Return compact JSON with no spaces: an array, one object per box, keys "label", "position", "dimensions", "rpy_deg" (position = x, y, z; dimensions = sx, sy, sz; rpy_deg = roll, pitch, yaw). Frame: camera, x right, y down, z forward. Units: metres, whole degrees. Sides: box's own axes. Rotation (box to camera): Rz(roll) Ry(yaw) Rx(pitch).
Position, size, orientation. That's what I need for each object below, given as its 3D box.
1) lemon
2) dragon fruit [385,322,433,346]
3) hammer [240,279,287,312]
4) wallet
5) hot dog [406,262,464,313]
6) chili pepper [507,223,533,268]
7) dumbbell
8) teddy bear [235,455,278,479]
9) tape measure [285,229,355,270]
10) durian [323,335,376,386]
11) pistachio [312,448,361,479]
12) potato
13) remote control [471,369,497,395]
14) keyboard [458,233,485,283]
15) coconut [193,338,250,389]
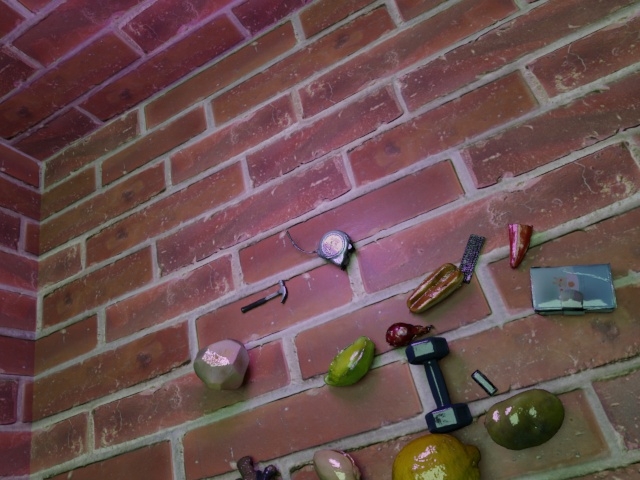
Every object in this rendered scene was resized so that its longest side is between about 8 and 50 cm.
[{"label":"lemon","position":[0.373,0.755,1.514],"dimensions":[0.319,0.245,0.245],"rpy_deg":[-31,60,6]},{"label":"dragon fruit","position":[0.333,0.345,1.785],"dimensions":[0.190,0.094,0.094],"rpy_deg":[-21,63,12]},{"label":"hammer","position":[-0.256,0.275,2.127],"dimensions":[0.246,0.029,0.103],"rpy_deg":[-29,61,15]},{"label":"wallet","position":[0.857,0.167,1.607],"dimensions":[0.250,0.075,0.176],"rpy_deg":[-5,65,25]},{"label":"hot dog","position":[0.435,0.188,1.800],"dimensions":[0.269,0.072,0.109],"rpy_deg":[-42,50,9]},{"label":"chili pepper","position":[0.726,0.025,1.734],"dimensions":[0.088,0.065,0.169],"rpy_deg":[7,78,29]},{"label":"dumbbell","position":[0.412,0.505,1.650],"dimensions":[0.156,0.143,0.317],"rpy_deg":[-22,62,17]},{"label":"teddy bear","position":[-0.250,0.949,1.805],"dimensions":[0.251,0.129,0.182],"rpy_deg":[10,78,29]},{"label":"tape measure","position":[0.000,0.001,2.072],"dimensions":[0.330,0.084,0.164],"rpy_deg":[28,83,30]},{"label":"durian","position":[0.119,0.484,1.829],"dimensions":[0.250,0.101,0.139],"rpy_deg":[-50,23,0]},{"label":"pistachio","position":[0.053,0.843,1.707],"dimensions":[0.200,0.117,0.145],"rpy_deg":[15,83,30]},{"label":"potato","position":[0.658,0.574,1.511],"dimensions":[0.248,0.143,0.169],"rpy_deg":[-31,99,7]},{"label":"remote control","position":[0.575,0.499,1.650],"dimensions":[0.039,0.014,0.096],"rpy_deg":[-45,60,3]},{"label":"keyboard","position":[0.577,0.069,1.812],"dimensions":[0.060,0.018,0.196],"rpy_deg":[16,78,32]},{"label":"coconut","position":[-0.418,0.532,1.984],"dimensions":[0.237,0.236,0.198],"rpy_deg":[41,132,31]}]
